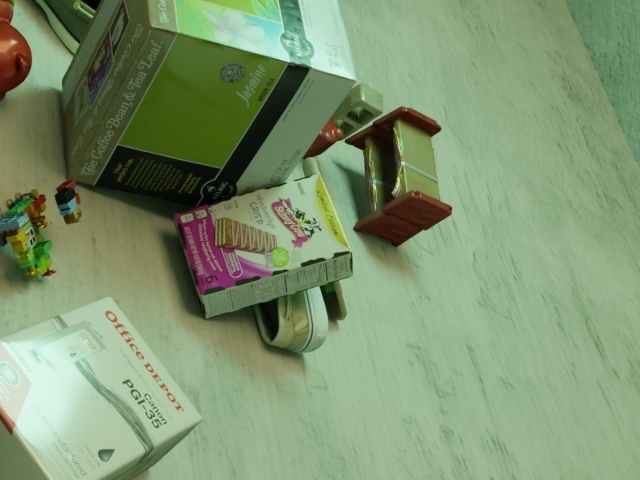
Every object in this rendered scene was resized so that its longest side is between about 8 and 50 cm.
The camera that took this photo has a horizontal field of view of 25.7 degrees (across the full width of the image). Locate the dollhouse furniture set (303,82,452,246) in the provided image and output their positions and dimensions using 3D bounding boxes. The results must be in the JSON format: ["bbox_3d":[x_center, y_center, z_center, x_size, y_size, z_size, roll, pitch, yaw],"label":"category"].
[{"bbox_3d":[0.052,-0.158,2.479,0.374,0.152,0.201,23,50,-37],"label":"dollhouse furniture set"}]

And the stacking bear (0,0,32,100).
[{"bbox_3d":[-0.515,-0.341,2.017,0.164,0.175,0.289,-20,79,-51],"label":"stacking bear"}]

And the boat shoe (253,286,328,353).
[{"bbox_3d":[-0.072,0.034,2.177,0.094,0.109,0.302,10,48,-44],"label":"boat shoe"}]

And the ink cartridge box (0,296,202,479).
[{"bbox_3d":[-0.303,0.202,1.651,0.207,0.117,0.283,51,30,9],"label":"ink cartridge box"}]

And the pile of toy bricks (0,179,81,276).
[{"bbox_3d":[-0.377,0.002,1.836,0.212,0.118,0.105,-61,138,-69],"label":"pile of toy bricks"}]

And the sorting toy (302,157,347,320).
[{"bbox_3d":[0.000,0.000,2.265,0.208,0.038,0.193,83,-6,-50],"label":"sorting toy"}]

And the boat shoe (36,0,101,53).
[{"bbox_3d":[-0.432,-0.431,2.286,0.305,0.091,0.109,50,29,6],"label":"boat shoe"}]

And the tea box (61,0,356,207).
[{"bbox_3d":[-0.175,-0.236,2.068,0.323,0.329,0.220,11,47,-28],"label":"tea box"}]

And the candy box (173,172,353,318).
[{"bbox_3d":[-0.085,0.006,2.085,0.233,0.071,0.159,-16,56,-9],"label":"candy box"}]
